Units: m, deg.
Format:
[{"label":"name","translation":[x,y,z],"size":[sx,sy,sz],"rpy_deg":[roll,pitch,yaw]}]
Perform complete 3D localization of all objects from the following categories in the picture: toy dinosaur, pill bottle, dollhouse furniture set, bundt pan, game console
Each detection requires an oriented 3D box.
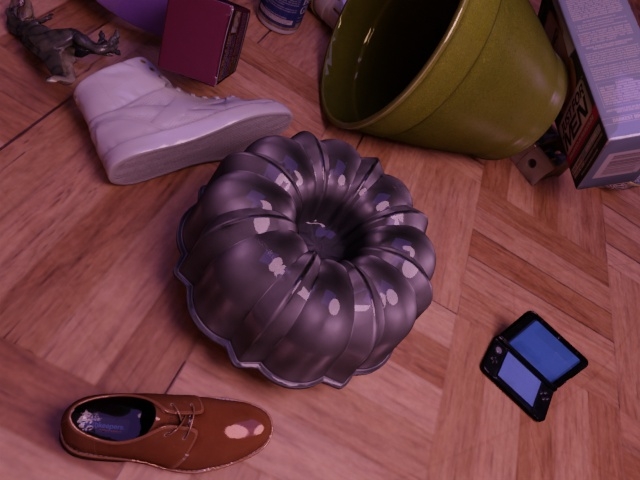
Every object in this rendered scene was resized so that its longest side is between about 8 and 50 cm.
[{"label":"toy dinosaur","translation":[-0.350,-0.271,0.615],"size":[0.118,0.064,0.268],"rpy_deg":[-22,50,-32]},{"label":"pill bottle","translation":[-0.058,-0.503,0.859],"size":[0.094,0.169,0.094],"rpy_deg":[12,56,-19]},{"label":"dollhouse furniture set","translation":[0.528,-0.236,0.969],"size":[0.129,0.183,0.129],"rpy_deg":[-18,69,-34]},{"label":"bundt pan","translation":[0.000,0.000,0.531],"size":[0.331,0.124,0.330],"rpy_deg":[12,56,-18]},{"label":"game console","translation":[0.326,0.191,0.671],"size":[0.122,0.071,0.107],"rpy_deg":[43,51,5]}]

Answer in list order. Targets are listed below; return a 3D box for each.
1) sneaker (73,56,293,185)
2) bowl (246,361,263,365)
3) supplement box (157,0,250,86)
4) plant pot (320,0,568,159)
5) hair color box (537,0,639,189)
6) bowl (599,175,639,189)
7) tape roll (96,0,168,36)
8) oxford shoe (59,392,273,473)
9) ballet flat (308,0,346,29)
[{"label":"sneaker","translation":[-0.191,-0.200,0.641],"size":[0.293,0.108,0.169],"rpy_deg":[-23,75,-34]},{"label":"bowl","translation":[-0.057,0.090,0.557],"size":[0.142,0.053,0.142],"rpy_deg":[-2,61,-28]},{"label":"supplement box","translation":[-0.163,-0.299,0.641],"size":[0.081,0.104,0.188],"rpy_deg":[17,25,-10]},{"label":"plant pot","translation":[0.247,-0.314,0.806],"size":[0.353,0.366,0.366],"rpy_deg":[17,53,-30]},{"label":"hair color box","translation":[0.516,-0.309,0.836],"size":[0.114,0.185,0.374],"rpy_deg":[-8,68,11]},{"label":"bowl","translation":[0.716,-0.182,1.094],"size":[0.170,0.080,0.170],"rpy_deg":[12,55,-18]},{"label":"tape roll","translation":[-0.285,-0.480,0.741],"size":[0.275,0.090,0.274],"rpy_deg":[23,51,-32]},{"label":"oxford shoe","translation":[-0.142,0.188,0.440],"size":[0.212,0.076,0.076],"rpy_deg":[9,55,-23]},{"label":"ballet flat","translation":[0.090,-0.487,0.966],"size":[0.349,0.123,0.123],"rpy_deg":[23,53,-12]}]
